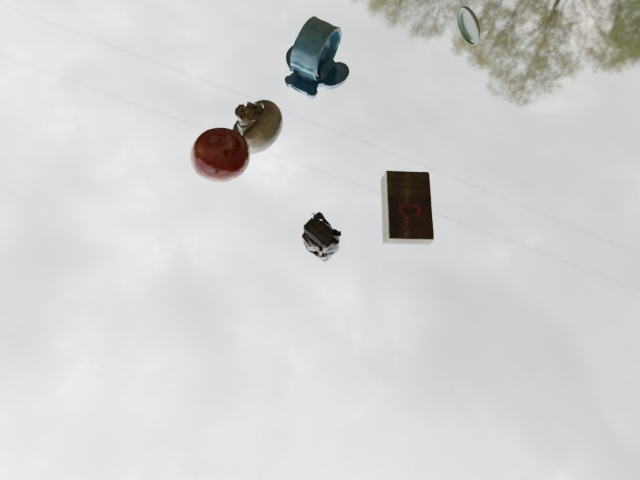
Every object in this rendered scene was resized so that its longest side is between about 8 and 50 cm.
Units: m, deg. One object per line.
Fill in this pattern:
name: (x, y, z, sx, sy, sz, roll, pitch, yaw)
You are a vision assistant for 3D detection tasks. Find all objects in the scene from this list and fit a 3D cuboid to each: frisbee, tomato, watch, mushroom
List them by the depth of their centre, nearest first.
frisbee: (0.415, -0.601, 1.561, 0.014, 0.110, 0.110, -27, -123, -4)
watch: (-0.017, -0.558, 1.680, 0.210, 0.193, 0.211, 1, -115, -3)
tomato: (-0.324, -0.279, 1.800, 0.194, 0.136, 0.195, 0, -117, 0)
mushroom: (-0.248, -0.430, 2.088, 0.178, 0.226, 0.227, 36, -151, -43)

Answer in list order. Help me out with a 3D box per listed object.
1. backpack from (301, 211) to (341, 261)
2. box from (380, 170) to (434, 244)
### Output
backpack: (0.003, 0.003, 1.725, 0.120, 0.165, 0.106, 40, -110, 22)
box: (0.285, -0.108, 1.839, 0.159, 0.071, 0.240, 3, -108, -7)
